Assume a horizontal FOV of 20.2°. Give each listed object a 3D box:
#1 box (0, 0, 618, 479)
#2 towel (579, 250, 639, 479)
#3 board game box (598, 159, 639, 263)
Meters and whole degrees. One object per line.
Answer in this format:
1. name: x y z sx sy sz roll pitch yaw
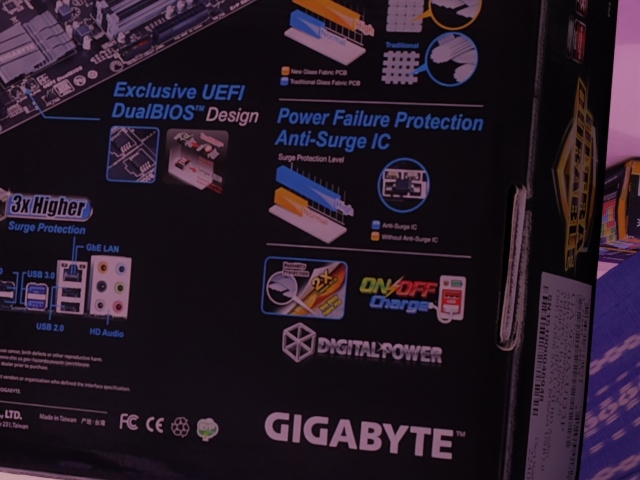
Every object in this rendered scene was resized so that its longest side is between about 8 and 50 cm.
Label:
1. box: -0.050 -0.037 0.388 0.220 0.175 0.051 3 176 22
2. towel: 0.113 0.018 0.359 0.243 0.040 0.336 -38 -175 11
3. board game box: 0.240 -0.007 1.054 0.170 0.048 0.141 6 173 -6
